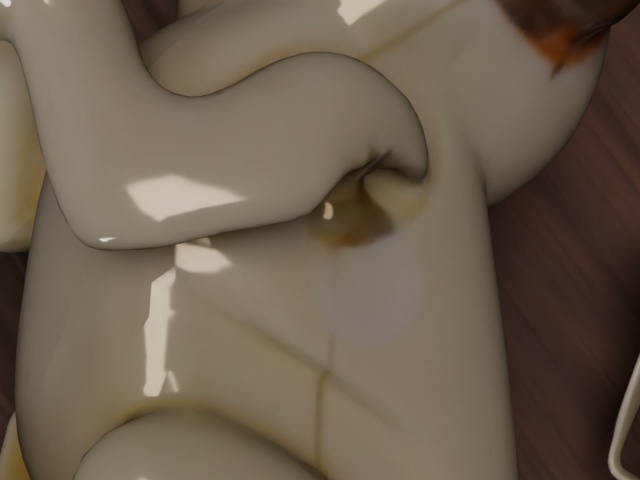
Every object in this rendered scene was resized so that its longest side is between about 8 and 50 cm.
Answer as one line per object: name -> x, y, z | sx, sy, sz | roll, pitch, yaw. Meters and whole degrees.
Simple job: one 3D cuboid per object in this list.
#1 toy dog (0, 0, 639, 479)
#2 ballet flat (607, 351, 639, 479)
toy dog -> 0.000, 0.000, 0.502 | 0.396, 0.284, 0.407 | 21, 79, -10
ballet flat -> 0.196, 0.143, 0.567 | 0.106, 0.107, 0.315 | 2, 82, 24
